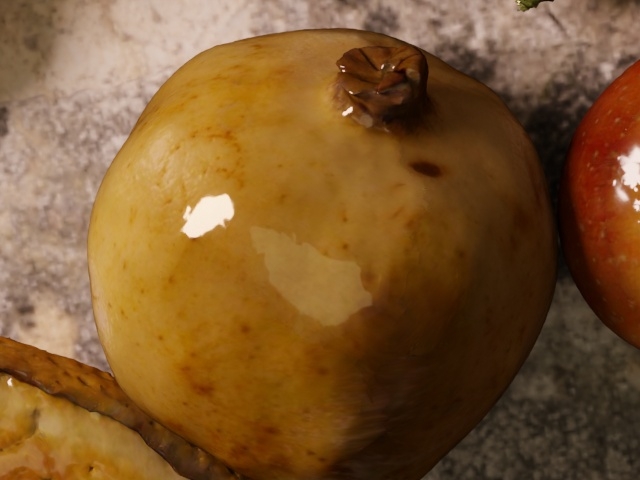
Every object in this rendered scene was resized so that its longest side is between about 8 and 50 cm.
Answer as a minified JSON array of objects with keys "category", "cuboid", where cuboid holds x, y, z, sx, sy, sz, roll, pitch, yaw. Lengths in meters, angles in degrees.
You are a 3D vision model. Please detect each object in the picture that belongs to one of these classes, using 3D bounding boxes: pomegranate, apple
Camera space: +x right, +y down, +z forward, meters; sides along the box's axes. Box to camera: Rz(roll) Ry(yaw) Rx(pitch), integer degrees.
[{"category":"pomegranate","cuboid":[0.001,0.017,1.173,0.307,0.307,0.307,1,101,8]},{"category":"apple","cuboid":[0.262,-0.031,1.174,0.235,0.173,0.210,-7,96,0]}]

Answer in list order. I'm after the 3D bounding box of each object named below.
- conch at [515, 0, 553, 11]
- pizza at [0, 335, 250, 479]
[{"category":"conch","cuboid":[0.141,-0.202,1.201,0.089,0.074,0.121,23,81,-31]},{"category":"pizza","cuboid":[-0.184,0.293,1.319,0.440,0.130,0.406,43,104,-12]}]
